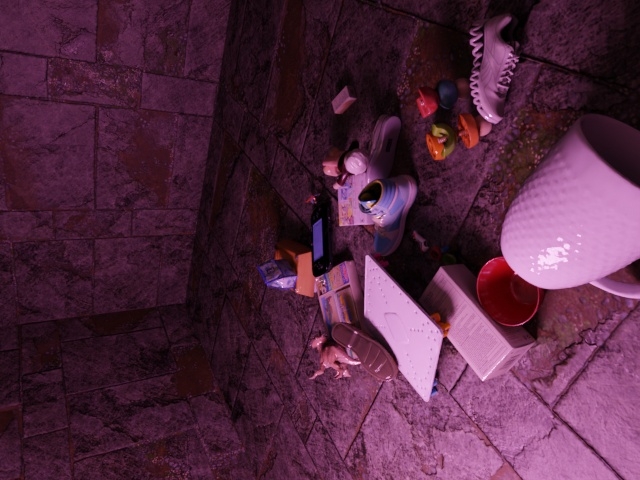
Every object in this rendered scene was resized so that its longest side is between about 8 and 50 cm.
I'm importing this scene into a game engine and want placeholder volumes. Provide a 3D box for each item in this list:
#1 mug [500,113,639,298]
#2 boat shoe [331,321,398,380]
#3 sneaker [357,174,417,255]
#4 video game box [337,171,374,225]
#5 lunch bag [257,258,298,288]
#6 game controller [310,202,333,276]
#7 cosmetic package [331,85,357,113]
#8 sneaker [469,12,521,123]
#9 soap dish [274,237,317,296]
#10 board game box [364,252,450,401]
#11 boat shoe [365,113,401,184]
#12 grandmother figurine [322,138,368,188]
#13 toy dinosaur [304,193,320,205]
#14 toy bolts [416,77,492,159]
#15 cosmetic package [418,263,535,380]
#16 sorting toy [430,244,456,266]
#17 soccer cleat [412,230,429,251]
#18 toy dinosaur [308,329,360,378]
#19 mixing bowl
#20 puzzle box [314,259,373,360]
[{"bbox_3d":[0.596,-0.025,0.938,0.374,0.276,0.328,38,137,11],"label":"mug"},{"bbox_3d":[0.183,0.409,1.670,0.307,0.104,0.111,39,101,35],"label":"boat shoe"},{"bbox_3d":[0.201,-0.084,1.553,0.127,0.208,0.319,41,126,46],"label":"sneaker"},{"bbox_3d":[0.141,-0.163,1.785,0.187,0.048,0.205,1,93,55],"label":"video game box"},{"bbox_3d":[-0.201,0.155,2.027,0.129,0.151,0.096,52,134,42],"label":"lunch bag"},{"bbox_3d":[0.000,0.000,1.958,0.166,0.067,0.319,-27,59,53],"label":"game controller"},{"bbox_3d":[0.098,-0.579,1.816,0.115,0.041,0.060,-31,67,54],"label":"cosmetic package"},{"bbox_3d":[0.478,-0.468,1.194,0.118,0.110,0.292,-2,91,48],"label":"sneaker"},{"bbox_3d":[-0.125,0.128,2.155,0.291,0.118,0.229,21,111,55],"label":"soap dish"},{"bbox_3d":[0.277,0.289,1.500,0.390,0.050,0.390,49,153,43],"label":"board game box"},{"bbox_3d":[0.213,-0.330,1.617,0.088,0.096,0.268,39,123,54],"label":"boat shoe"},{"bbox_3d":[0.094,-0.298,1.692,0.342,0.104,0.208,-156,77,-75],"label":"grandmother figurine"},{"bbox_3d":[-0.040,-0.188,2.038,0.082,0.090,0.047,50,-145,-69],"label":"toy dinosaur"},{"bbox_3d":[0.402,-0.371,1.334,0.218,0.158,0.229,27,-136,-82],"label":"toy bolts"},{"bbox_3d":[0.447,0.231,1.294,0.309,0.113,0.160,57,137,38],"label":"cosmetic package"},{"bbox_3d":[0.403,0.044,1.417,0.102,0.042,0.061,31,134,38],"label":"sorting toy"},{"bbox_3d":[0.345,-0.001,1.506,0.035,0.029,0.083,-40,63,41],"label":"soccer cleat"},{"bbox_3d":[0.046,0.469,1.836,0.295,0.127,0.200,-20,69,50],"label":"toy dinosaur"},{"bbox_3d":[0.525,0.129,1.176,0.181,0.098,0.181,10,102,57],"label":"mixing bowl"},{"bbox_3d":[0.100,0.317,1.889,0.272,0.052,0.409,-34,65,52],"label":"puzzle box"}]
